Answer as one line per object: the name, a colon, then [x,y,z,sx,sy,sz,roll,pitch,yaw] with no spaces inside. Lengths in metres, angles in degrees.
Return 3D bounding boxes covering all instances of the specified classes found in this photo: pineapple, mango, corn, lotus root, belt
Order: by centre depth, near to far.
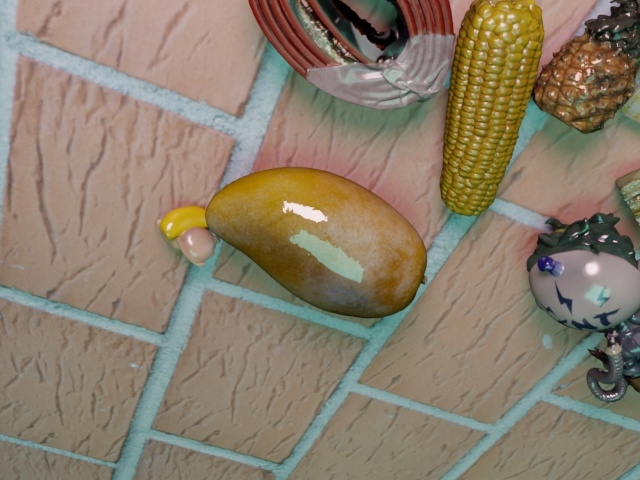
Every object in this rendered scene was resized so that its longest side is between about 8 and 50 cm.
belt: [0.052,-0.314,0.821,0.324,0.115,0.227,37,123,-24]
pineapple: [0.400,-0.271,0.834,0.128,0.128,0.248,23,121,-14]
corn: [0.244,-0.191,0.907,0.121,0.120,0.363,1,132,3]
lotus root: [0.571,-0.073,1.006,0.144,0.070,0.143,-20,119,24]
mango: [0.000,0.000,1.021,0.384,0.198,0.221,20,129,-10]

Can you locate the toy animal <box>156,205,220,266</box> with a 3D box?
toy animal: [-0.237,-0.012,1.115,0.114,0.091,0.082,44,148,-13]

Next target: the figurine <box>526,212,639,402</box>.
figurine: [0.512,0.109,1.082,0.261,0.186,0.382,-31,115,36]

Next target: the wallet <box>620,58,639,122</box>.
wallet: [0.582,-0.274,0.848,0.223,0.077,0.309,17,129,-14]
